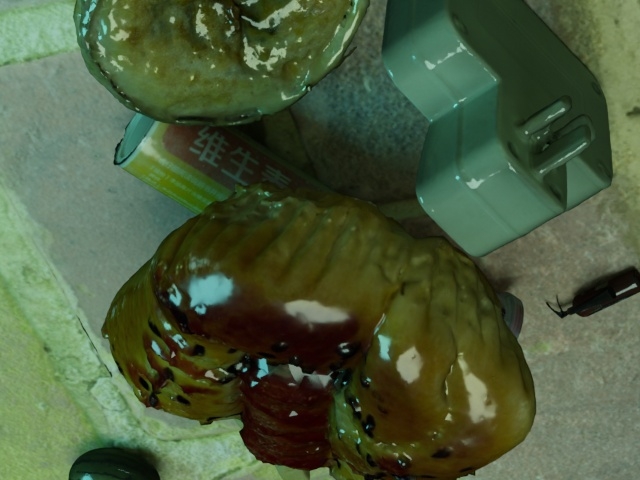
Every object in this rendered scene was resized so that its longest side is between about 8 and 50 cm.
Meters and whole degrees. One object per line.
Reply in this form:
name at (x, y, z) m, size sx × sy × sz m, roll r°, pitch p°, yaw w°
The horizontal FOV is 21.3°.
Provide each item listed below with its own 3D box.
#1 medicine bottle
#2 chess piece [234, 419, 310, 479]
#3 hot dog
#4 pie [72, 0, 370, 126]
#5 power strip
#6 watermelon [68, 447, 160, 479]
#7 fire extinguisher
medicine bottle at (0.000, 0.000, 1.657) m, size 0.426 × 0.108 × 0.108 m, roll 31°, pitch 126°, yaw -18°
chess piece at (-0.055, 0.174, 1.820) m, size 0.090 × 0.090 × 0.200 m, roll -16°, pitch 128°, yaw 18°
hot dog at (0.010, 0.099, 1.505) m, size 0.367 × 0.196 × 0.365 m, roll 27°, pitch 154°, yaw -9°
pie at (-0.085, -0.217, 1.488) m, size 0.274 × 0.055 × 0.274 m, roll -8°, pitch 125°, yaw -11°
power strip at (0.166, -0.119, 1.441) m, size 0.141 × 0.261 × 0.229 m, roll -32°, pitch 120°, yaw 29°
watermelon at (-0.230, 0.275, 1.927) m, size 0.111 × 0.078 × 0.078 m, roll 15°, pitch 129°, yaw -8°
fire extinguisher at (0.276, 0.062, 1.720) m, size 0.100 × 0.046 × 0.032 m, roll -27°, pitch 109°, yaw 23°
